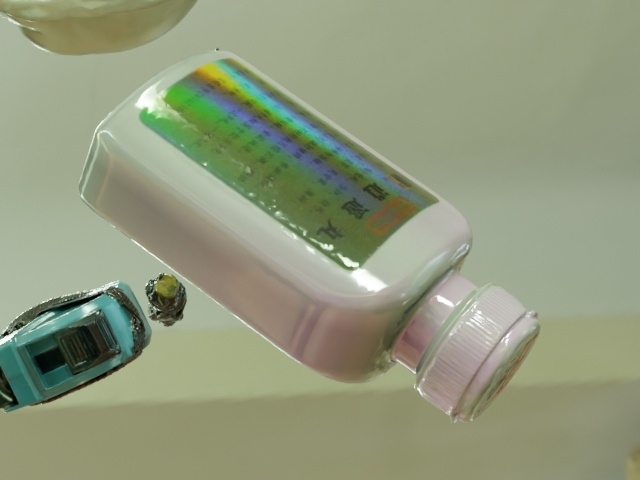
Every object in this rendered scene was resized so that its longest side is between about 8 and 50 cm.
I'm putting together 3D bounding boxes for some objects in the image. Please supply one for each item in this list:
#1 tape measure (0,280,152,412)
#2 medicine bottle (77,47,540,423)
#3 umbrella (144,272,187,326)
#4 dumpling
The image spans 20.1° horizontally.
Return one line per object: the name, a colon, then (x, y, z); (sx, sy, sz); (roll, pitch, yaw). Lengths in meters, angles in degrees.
tape measure: (-0.208, 0.084, 1.504); (0.146, 0.081, 0.125); (-24, 5, 16)
medicine bottle: (0.000, 0.000, 0.859); (0.115, 0.219, 0.078); (-38, -21, -49)
umbrella: (-0.141, 0.055, 1.647); (0.037, 0.040, 0.144); (-12, -10, -7)
dumpling: (-0.161, -0.176, 1.075); (0.179, 0.252, 0.131); (-24, -58, -21)
